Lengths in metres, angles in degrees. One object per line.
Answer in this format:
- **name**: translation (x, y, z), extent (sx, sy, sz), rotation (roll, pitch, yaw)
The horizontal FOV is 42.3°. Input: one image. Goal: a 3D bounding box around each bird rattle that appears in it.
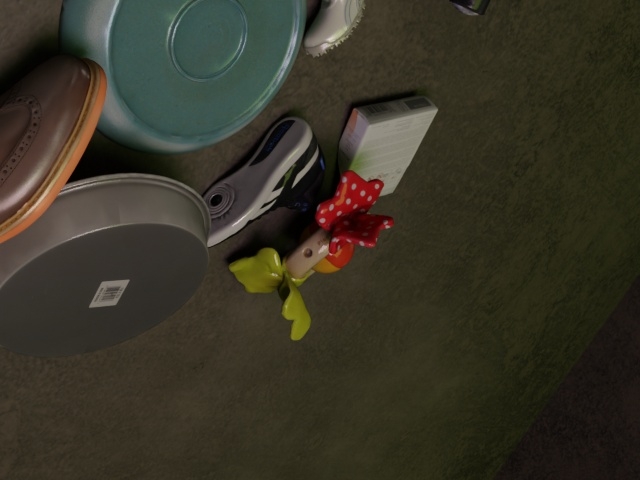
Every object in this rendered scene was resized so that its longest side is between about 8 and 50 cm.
- **bird rattle**: translation (0.000, 0.000, 1.170), extent (0.253, 0.143, 0.207), rotation (-50, 175, 17)

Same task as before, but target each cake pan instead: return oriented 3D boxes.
- **cake pan**: translation (-0.252, 0.041, 0.935), extent (0.293, 0.054, 0.293), rotation (-23, 152, -13)

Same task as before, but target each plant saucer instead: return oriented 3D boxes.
- **plant saucer**: translation (-0.132, -0.231, 0.922), extent (0.317, 0.043, 0.318), rotation (-26, 137, -28)

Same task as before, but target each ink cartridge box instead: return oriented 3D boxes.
- **ink cartridge box**: translation (0.084, -0.132, 1.244), extent (0.145, 0.045, 0.179), rotation (-18, 150, -37)

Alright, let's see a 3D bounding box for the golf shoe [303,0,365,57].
- **golf shoe**: translation (0.023, -0.310, 1.012), extent (0.086, 0.069, 0.176), rotation (39, 85, -36)

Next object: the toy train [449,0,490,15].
- **toy train**: translation (0.224, -0.454, 1.029), extent (0.190, 0.142, 0.334), rotation (8, 115, -40)

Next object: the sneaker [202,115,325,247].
- **sneaker**: translation (-0.071, -0.051, 1.104), extent (0.217, 0.079, 0.121), rotation (-46, 144, -6)

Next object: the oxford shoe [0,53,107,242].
- **oxford shoe**: translation (-0.355, -0.057, 0.772), extent (0.364, 0.130, 0.133), rotation (-46, 137, -6)
